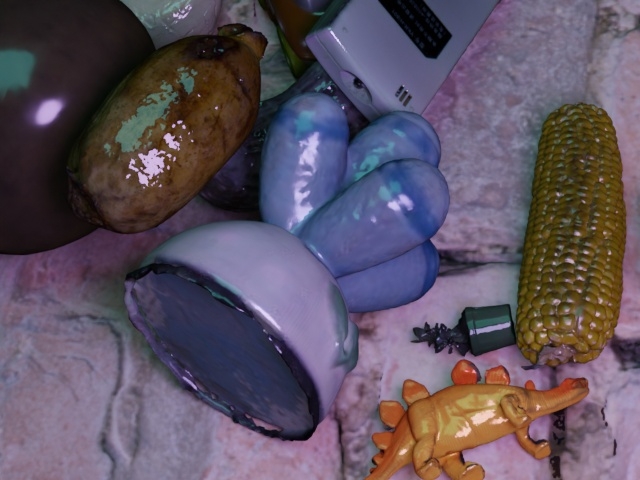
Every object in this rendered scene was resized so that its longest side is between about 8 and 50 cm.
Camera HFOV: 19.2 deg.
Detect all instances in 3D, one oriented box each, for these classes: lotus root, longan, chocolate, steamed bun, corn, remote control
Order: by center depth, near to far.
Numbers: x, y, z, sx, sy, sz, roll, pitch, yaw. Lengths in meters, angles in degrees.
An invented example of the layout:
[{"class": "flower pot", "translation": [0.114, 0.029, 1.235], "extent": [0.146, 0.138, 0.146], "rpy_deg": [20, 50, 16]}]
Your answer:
[{"class": "lotus root", "translation": [-0.139, -0.115, 1.797], "extent": [0.260, 0.128, 0.145], "rpy_deg": [-48, 24, -22]}, {"class": "corn", "translation": [0.247, 0.000, 1.832], "extent": [0.101, 0.101, 0.310], "rpy_deg": [3, 53, 15]}, {"class": "longan", "translation": [-0.297, -0.135, 1.942], "extent": [0.297, 0.297, 0.297], "rpy_deg": [-6, 54, 9]}, {"class": "chocolate", "translation": [-0.026, -0.113, 1.974], "extent": [0.248, 0.110, 0.110], "rpy_deg": [-32, 54, -10]}, {"class": "remote control", "translation": [0.113, -0.265, 1.998], "extent": [0.050, 0.145, 0.344], "rpy_deg": [-21, 26, 48]}, {"class": "steamed bun", "translation": [-0.166, -0.254, 2.113], "extent": [0.130, 0.091, 0.112], "rpy_deg": [-38, 51, -10]}]

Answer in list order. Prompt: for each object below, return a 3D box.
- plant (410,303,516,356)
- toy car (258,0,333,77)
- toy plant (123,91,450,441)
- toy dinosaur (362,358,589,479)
[{"class": "plant", "translation": [0.135, 0.089, 1.822], "extent": [0.102, 0.051, 0.051], "rpy_deg": [-11, 53, 11]}, {"class": "toy car", "translation": [-0.005, -0.313, 2.040], "extent": [0.145, 0.235, 0.235], "rpy_deg": [-21, 53, -2]}, {"class": "toy plant", "translation": [0.000, 0.000, 1.817], "extent": [0.247, 0.247, 0.332], "rpy_deg": [27, 61, 28]}, {"class": "toy dinosaur", "translation": [0.112, 0.172, 1.760], "extent": [0.288, 0.070, 0.117], "rpy_deg": [-20, 42, -7]}]
